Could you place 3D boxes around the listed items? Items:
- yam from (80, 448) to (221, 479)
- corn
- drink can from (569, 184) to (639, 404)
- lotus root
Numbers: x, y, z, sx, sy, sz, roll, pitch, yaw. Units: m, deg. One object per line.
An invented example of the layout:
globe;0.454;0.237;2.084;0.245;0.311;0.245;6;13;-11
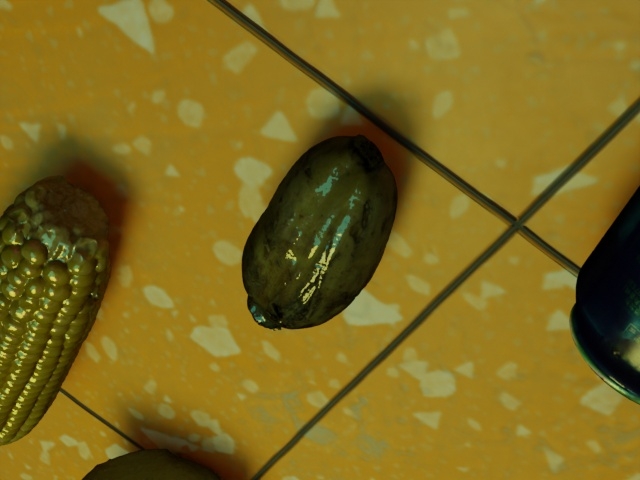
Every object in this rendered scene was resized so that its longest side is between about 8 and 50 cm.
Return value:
yam;-0.170;0.345;0.840;0.161;0.161;0.268;15;125;15
corn;-0.277;0.083;0.726;0.130;0.130;0.347;38;127;-4
drink can;0.227;-0.002;0.441;0.118;0.118;0.205;28;130;5
lotus root;0.000;0.000;0.570;0.089;0.080;0.179;41;127;11
